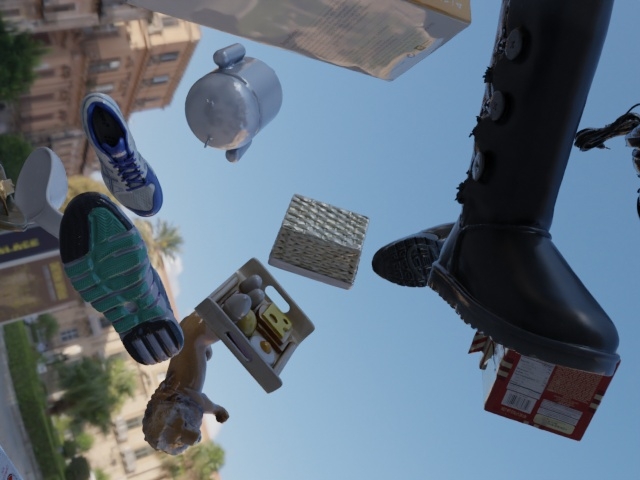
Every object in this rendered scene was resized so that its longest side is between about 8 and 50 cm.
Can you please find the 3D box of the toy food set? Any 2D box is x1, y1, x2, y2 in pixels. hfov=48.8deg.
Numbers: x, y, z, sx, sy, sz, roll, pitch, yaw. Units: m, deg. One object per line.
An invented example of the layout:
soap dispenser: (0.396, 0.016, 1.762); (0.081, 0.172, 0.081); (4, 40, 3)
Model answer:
toy food set: (-0.118, 0.159, 1.457); (0.220, 0.092, 0.306); (49, 19, -2)

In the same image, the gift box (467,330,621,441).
gift box: (0.482, 0.269, 1.578); (0.258, 0.255, 0.276); (-62, 174, -66)

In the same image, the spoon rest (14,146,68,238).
spoon rest: (-0.452, -0.065, 1.185); (0.276, 0.084, 0.137); (35, -78, 37)

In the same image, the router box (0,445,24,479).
router box: (-0.514, 0.412, 0.991); (0.335, 0.082, 0.301); (-120, -168, -61)

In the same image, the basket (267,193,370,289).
basket: (0.000, 0.000, 1.304); (0.113, 0.167, 0.103); (-72, 179, -46)

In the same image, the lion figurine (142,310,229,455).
lion figurine: (-0.290, 0.288, 1.580); (0.240, 0.142, 0.392); (48, 36, -55)

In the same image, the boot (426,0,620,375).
boot: (0.291, -0.101, 0.887); (0.367, 0.146, 0.445); (-142, -113, -66)

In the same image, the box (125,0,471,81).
box: (-0.018, -0.345, 0.785); (0.168, 0.345, 0.215); (-23, -119, 60)

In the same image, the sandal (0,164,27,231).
sandal: (-0.458, -0.074, 0.991); (0.180, 0.072, 0.049); (52, -56, 40)

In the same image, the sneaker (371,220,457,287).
sneaker: (0.225, 0.023, 1.467); (0.130, 0.286, 0.109); (16, -65, 63)

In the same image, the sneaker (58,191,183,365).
sneaker: (-0.219, 0.032, 0.766); (0.098, 0.083, 0.224); (-121, -167, -54)

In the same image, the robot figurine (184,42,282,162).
robot figurine: (-0.226, -0.360, 1.853); (0.353, 0.200, 0.300); (-57, 145, -57)

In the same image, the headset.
headset: (0.563, -0.106, 1.180); (0.394, 0.185, 0.243); (-89, 157, -52)

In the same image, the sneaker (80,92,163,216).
sneaker: (-0.439, -0.175, 1.533); (0.296, 0.112, 0.131); (63, -8, -18)
